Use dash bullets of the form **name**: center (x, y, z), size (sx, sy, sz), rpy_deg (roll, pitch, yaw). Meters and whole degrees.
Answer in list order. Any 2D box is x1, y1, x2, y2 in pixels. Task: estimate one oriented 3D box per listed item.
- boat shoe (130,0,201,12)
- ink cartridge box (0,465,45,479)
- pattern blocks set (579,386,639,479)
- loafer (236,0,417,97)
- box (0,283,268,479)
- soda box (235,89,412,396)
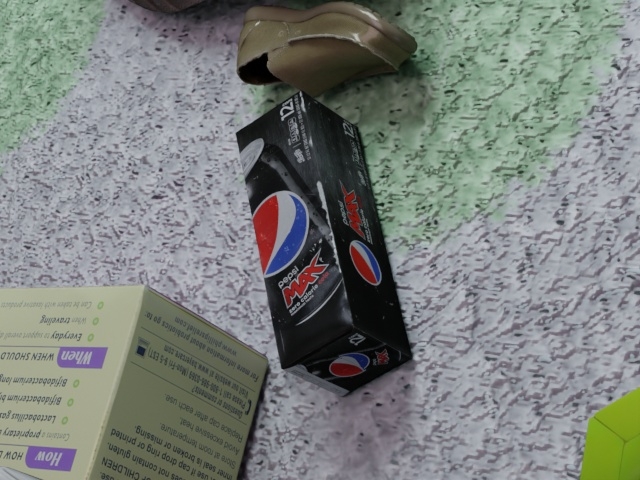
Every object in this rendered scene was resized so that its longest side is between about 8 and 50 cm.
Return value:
- **boat shoe**: center (-0.064, -0.228, 1.108), size (0.116, 0.123, 0.324), rpy_deg (-38, 28, -27)
- **ink cartridge box**: center (-0.098, 0.288, 0.776), size (0.131, 0.226, 0.306), rpy_deg (13, 78, 45)
- **pattern blocks set**: center (0.159, 0.173, 0.592), size (0.325, 0.026, 0.285), rpy_deg (-31, 50, 32)
- **loafer**: center (0.001, -0.113, 1.021), size (0.148, 0.056, 0.050), rpy_deg (9, 75, 53)
- **box**: center (-0.171, 0.158, 0.973), size (0.214, 0.117, 0.243), rpy_deg (-3, 63, 39)
- **soda box**: center (0.000, 0.000, 0.955), size (0.053, 0.060, 0.168), rpy_deg (-32, 51, 26)
